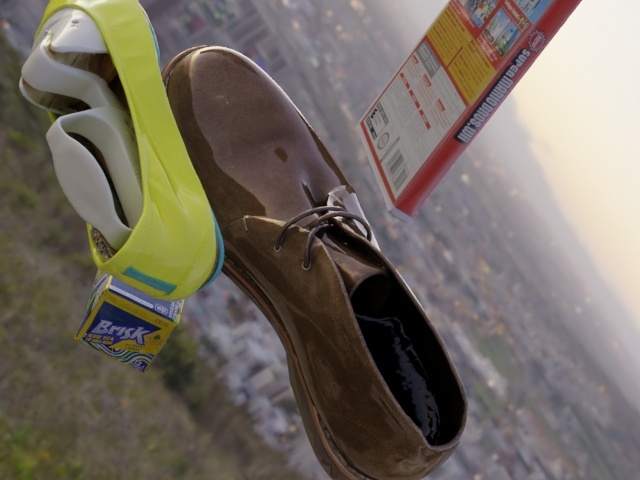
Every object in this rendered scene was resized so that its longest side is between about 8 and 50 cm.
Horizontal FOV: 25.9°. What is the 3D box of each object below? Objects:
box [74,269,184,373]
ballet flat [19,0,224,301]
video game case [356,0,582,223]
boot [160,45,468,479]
[{"bbox_3d":[-0.129,0.019,1.020,0.059,0.054,0.169,27,31,-13],"label":"box"},{"bbox_3d":[-0.120,-0.069,0.753,0.077,0.077,0.231,8,48,-46],"label":"ballet flat"},{"bbox_3d":[0.136,-0.170,1.247,0.025,0.285,0.204,30,19,-20],"label":"video game case"},{"bbox_3d":[0.000,0.000,0.832,0.305,0.112,0.115,61,-24,10],"label":"boot"}]
